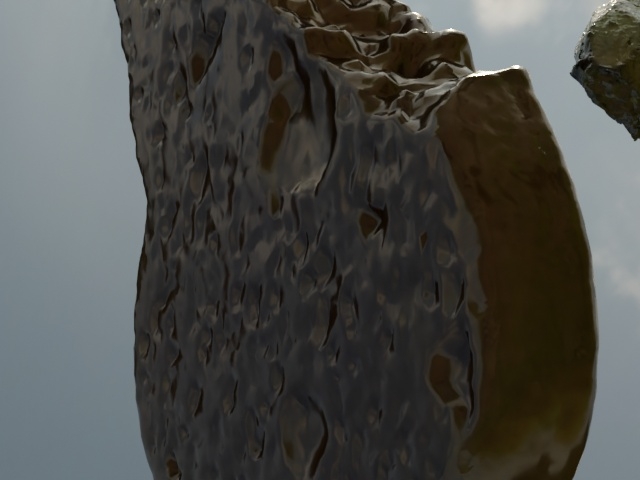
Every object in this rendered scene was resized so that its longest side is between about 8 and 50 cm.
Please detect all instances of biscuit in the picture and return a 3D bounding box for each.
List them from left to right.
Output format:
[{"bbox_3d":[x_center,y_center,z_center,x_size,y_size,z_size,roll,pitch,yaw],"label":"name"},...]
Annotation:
[{"bbox_3d":[-0.003,0.002,0.445,0.047,0.183,0.319,1,-128,-32],"label":"biscuit"}]

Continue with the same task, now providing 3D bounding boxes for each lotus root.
[{"bbox_3d":[0.262,-0.136,1.337,0.143,0.070,0.144,45,-148,10],"label":"lotus root"}]
